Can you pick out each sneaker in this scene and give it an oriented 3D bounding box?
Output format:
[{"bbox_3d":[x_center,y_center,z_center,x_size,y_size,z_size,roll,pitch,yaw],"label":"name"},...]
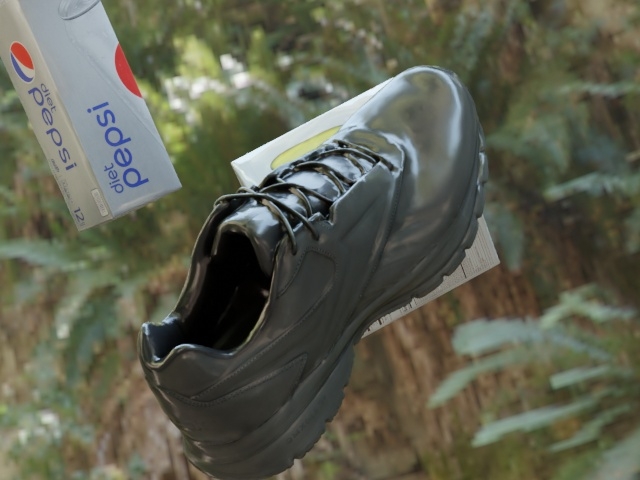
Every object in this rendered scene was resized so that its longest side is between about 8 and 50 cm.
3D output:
[{"bbox_3d":[0.000,0.000,1.016,0.109,0.286,0.130,17,-26,36],"label":"sneaker"}]

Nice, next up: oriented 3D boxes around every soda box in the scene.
[{"bbox_3d":[-0.261,-0.162,1.880,0.098,0.286,0.091,-26,4,-34],"label":"soda box"}]

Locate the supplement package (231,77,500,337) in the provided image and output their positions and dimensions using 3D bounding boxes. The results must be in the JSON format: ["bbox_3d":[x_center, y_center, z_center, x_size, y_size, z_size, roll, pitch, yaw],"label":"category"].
[{"bbox_3d":[0.046,-0.030,1.849,0.203,0.194,0.149,-28,-49,-4],"label":"supplement package"}]
